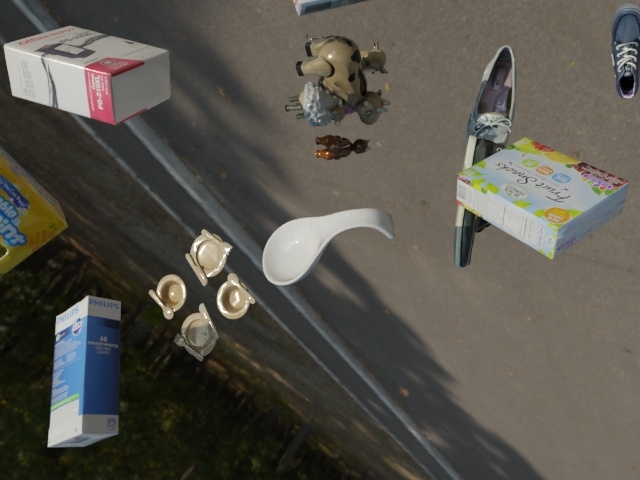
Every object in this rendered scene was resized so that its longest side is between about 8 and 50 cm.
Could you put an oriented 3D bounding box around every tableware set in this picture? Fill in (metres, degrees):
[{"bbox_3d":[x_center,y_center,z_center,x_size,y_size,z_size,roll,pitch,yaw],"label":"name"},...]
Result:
[{"bbox_3d":[-0.172,0.079,0.828,0.141,0.169,0.020,49,-164,19],"label":"tableware set"}]

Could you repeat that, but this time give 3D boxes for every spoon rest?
[{"bbox_3d":[0.000,0.000,1.092,0.276,0.137,0.084,-20,146,22],"label":"spoon rest"}]

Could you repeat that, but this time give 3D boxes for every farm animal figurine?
[{"bbox_3d":[0.077,-0.362,1.332,0.172,0.331,0.327,3,161,25],"label":"farm animal figurine"}]

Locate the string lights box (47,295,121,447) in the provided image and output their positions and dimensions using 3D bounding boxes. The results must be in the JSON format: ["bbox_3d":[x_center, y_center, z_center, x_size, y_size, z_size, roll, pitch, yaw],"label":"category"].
[{"bbox_3d":[-0.456,0.253,1.105,0.133,0.260,0.076,-27,148,35],"label":"string lights box"}]

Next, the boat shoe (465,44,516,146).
[{"bbox_3d":[0.465,-0.360,1.525,0.118,0.321,0.103,14,168,13],"label":"boat shoe"}]

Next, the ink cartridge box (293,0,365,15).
[{"bbox_3d":[0.008,-0.468,0.930,0.045,0.145,0.180,109,145,-77],"label":"ink cartridge box"}]

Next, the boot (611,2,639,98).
[{"bbox_3d":[0.645,-0.391,1.188,0.069,0.086,0.190,-2,143,32],"label":"boot"}]

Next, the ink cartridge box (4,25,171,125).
[{"bbox_3d":[-0.429,-0.313,1.063,0.237,0.172,0.100,18,126,15],"label":"ink cartridge box"}]

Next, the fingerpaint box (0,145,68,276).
[{"bbox_3d":[-0.804,-0.087,1.112,0.163,0.371,0.445,41,166,50],"label":"fingerpaint box"}]

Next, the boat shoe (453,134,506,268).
[{"bbox_3d":[0.389,-0.091,1.373,0.112,0.340,0.127,9,158,11],"label":"boat shoe"}]

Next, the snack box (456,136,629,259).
[{"bbox_3d":[0.360,-0.078,0.945,0.207,0.174,0.070,40,150,45],"label":"snack box"}]
